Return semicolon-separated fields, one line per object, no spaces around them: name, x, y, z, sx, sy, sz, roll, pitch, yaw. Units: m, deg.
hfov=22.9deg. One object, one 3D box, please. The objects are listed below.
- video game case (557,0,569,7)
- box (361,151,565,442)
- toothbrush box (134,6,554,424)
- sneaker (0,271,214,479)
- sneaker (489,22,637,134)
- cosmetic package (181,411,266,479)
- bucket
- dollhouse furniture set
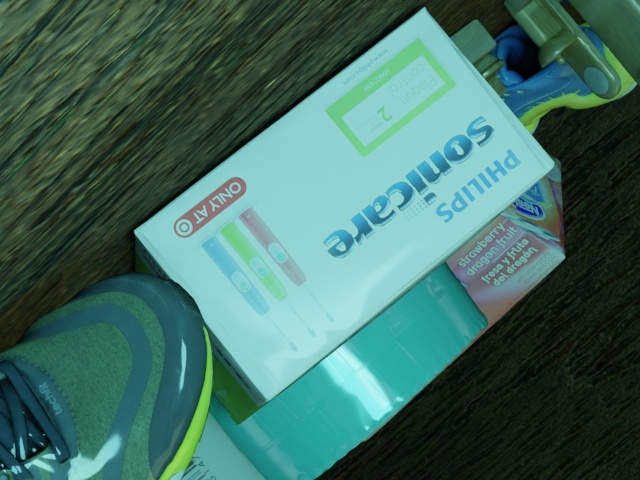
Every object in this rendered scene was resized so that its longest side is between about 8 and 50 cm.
video game case;0.240;-0.241;1.356;0.119;0.015;0.166;-39;177;-5
box;0.074;0.027;1.447;0.300;0.142;0.154;-46;-159;33
toothbrush box;0.000;0.000;0.972;0.206;0.122;0.283;-38;178;-10
sneaker;-0.173;0.118;0.684;0.300;0.111;0.121;-40;158;-7
sneaker;0.172;-0.153;1.439;0.126;0.091;0.240;11;157;-40
cosmetic package;-0.221;0.247;1.115;0.385;0.217;0.156;-39;178;35
bucket;-0.017;0.071;1.241;0.281;0.183;0.281;-39;177;-2
dollhouse furniture set;0.155;-0.113;1.173;0.151;0.123;0.144;-38;177;-26
